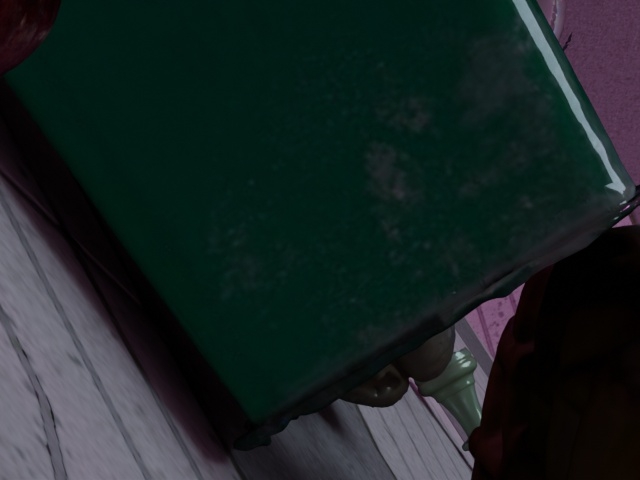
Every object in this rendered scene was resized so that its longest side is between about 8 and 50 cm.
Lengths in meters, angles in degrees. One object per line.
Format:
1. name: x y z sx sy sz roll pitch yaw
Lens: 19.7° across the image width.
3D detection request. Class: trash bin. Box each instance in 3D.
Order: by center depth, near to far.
1. trash bin: -0.039 -0.128 0.767 0.381 0.259 0.295 57 5 2

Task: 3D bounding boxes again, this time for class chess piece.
1. chess piece: 0.143 0.170 1.630 0.149 0.059 0.059 59 5 7

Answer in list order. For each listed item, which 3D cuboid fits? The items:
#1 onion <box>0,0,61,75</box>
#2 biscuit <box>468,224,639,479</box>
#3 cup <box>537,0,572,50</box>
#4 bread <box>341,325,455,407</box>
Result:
1. onion: -0.128 -0.081 0.537 0.107 0.097 0.107 24 6 -3
2. biscuit: 0.137 0.125 0.823 0.115 0.268 0.366 9 5 -6
3. cup: 0.002 -0.204 1.274 0.253 0.274 0.253 37 45 -49
4. bread: -0.005 0.001 1.103 0.183 0.102 0.337 56 2 -23
